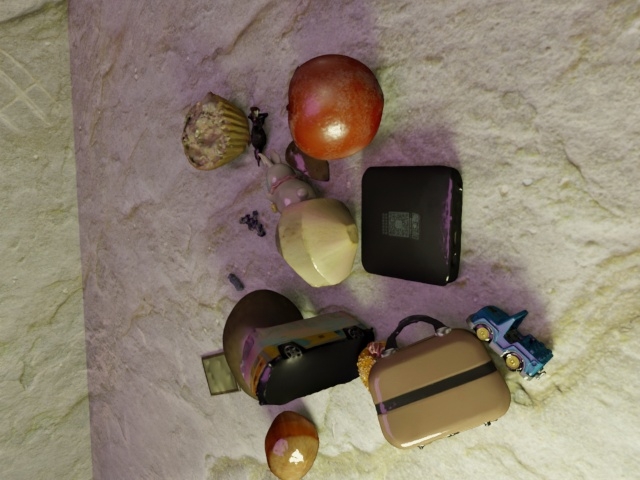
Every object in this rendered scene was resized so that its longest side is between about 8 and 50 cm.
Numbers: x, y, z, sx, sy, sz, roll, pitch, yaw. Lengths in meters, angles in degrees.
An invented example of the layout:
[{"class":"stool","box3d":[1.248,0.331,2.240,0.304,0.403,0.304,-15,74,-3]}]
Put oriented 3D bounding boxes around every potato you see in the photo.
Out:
[{"class":"potato","box3d":[-0.047,-0.251,1.449,0.172,0.089,0.100,42,121,33]}]

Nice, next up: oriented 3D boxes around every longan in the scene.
[{"class":"longan","box3d":[-0.166,0.327,1.523,0.288,0.288,0.350,-1,93,44]}]

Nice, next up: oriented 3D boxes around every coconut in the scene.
[{"class":"coconut","box3d":[0.000,0.000,1.345,0.259,0.259,0.259,8,102,43]}]

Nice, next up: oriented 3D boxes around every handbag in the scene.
[{"class":"handbag","box3d":[0.254,0.311,1.128,0.302,0.149,0.283,-24,72,12]}]

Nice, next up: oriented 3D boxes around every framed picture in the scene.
[{"class":"framed picture","box3d":[-0.409,0.545,1.980,0.231,0.010,0.173,-23,80,44]}]

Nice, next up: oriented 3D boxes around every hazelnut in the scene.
[{"class":"hazelnut","box3d":[-0.099,0.664,1.587,0.214,0.176,0.214,-168,90,-68]}]

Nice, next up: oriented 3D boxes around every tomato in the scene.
[{"class":"tomato","box3d":[0.041,-0.341,1.239,0.265,0.265,0.265,8,102,43]}]

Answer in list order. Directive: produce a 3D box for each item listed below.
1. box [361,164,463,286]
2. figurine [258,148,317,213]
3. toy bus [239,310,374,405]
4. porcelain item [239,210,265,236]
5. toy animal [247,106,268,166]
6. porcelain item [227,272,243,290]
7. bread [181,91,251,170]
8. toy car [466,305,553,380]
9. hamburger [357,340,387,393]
[{"class":"box","box3d":[0.222,-0.044,1.231,0.289,0.073,0.290,7,102,44]},{"class":"figurine","box3d":[-0.113,-0.165,1.504,0.235,0.127,0.155,52,164,31]},{"class":"toy bus","box3d":[-0.044,0.313,1.332,0.162,0.386,0.171,30,116,43]},{"class":"porcelain item","box3d":[-0.236,-0.071,1.709,0.136,0.021,0.075,31,113,36]},{"class":"toy animal","box3d":[-0.211,-0.346,1.611,0.105,0.070,0.202,-95,7,-69]},{"class":"porcelain item","box3d":[-0.318,0.158,1.821,0.083,0.028,0.036,45,142,28]},{"class":"bread","box3d":[-0.374,-0.376,1.709,0.274,0.149,0.274,0,90,43]},{"class":"toy car","box3d":[0.423,0.208,1.057,0.191,0.097,0.100,46,119,29]},{"class":"hamburger","box3d":[0.186,0.367,1.299,0.210,0.116,0.173,42,125,34]}]
